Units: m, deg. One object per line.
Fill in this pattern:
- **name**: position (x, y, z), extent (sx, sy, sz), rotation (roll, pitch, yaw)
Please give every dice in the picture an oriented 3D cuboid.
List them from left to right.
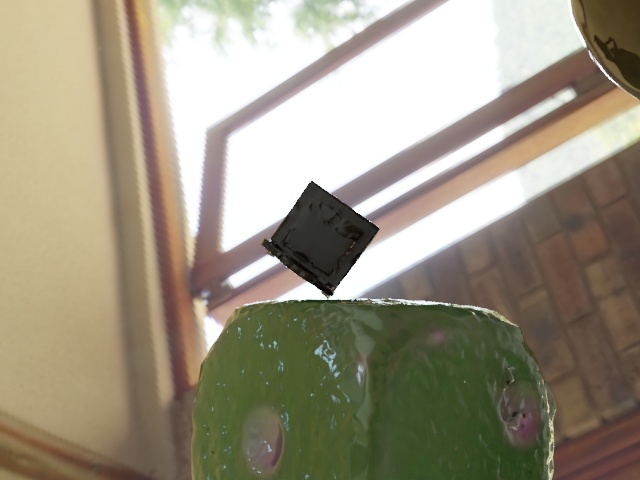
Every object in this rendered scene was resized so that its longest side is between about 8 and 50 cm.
- **dice**: position (0.060, 0.232, 1.345), extent (0.330, 0.322, 0.319), rotation (8, -99, -39)

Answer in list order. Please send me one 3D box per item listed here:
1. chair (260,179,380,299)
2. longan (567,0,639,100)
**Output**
- **chair**: position (0.000, 0.000, 1.368), extent (0.106, 0.113, 0.229), rotation (35, 174, 0)
- **longan**: position (0.369, -0.240, 0.975), extent (0.319, 0.318, 0.319), rotation (48, -157, -29)
